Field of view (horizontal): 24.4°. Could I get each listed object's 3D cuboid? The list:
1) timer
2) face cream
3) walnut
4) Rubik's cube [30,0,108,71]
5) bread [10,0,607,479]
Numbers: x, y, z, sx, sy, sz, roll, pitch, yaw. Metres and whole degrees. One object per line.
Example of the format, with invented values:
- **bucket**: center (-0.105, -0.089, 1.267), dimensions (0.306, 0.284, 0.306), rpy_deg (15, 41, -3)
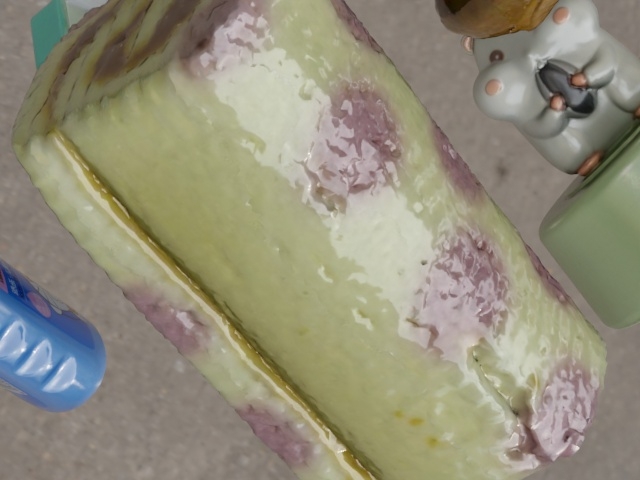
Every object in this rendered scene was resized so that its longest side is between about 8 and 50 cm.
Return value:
- **timer**: center (0.278, -0.118, 1.456), dimensions (0.315, 0.291, 0.291), rpy_deg (43, 70, 0)
- **face cream**: center (-0.278, 0.040, 1.133), dimensions (0.083, 0.149, 0.264), rpy_deg (-52, 137, -5)
- **walnut**: center (0.173, -0.266, 1.278), dimensions (0.137, 0.137, 0.245), rpy_deg (-17, 150, -36)
- **Rubik's cube**: center (-0.127, -0.159, 1.279), dimensions (0.224, 0.265, 0.213), rpy_deg (-53, 165, -25)
- **bread**: center (0.000, 0.000, 0.829), dimensions (0.338, 0.187, 0.155), rpy_deg (49, 37, -25)
